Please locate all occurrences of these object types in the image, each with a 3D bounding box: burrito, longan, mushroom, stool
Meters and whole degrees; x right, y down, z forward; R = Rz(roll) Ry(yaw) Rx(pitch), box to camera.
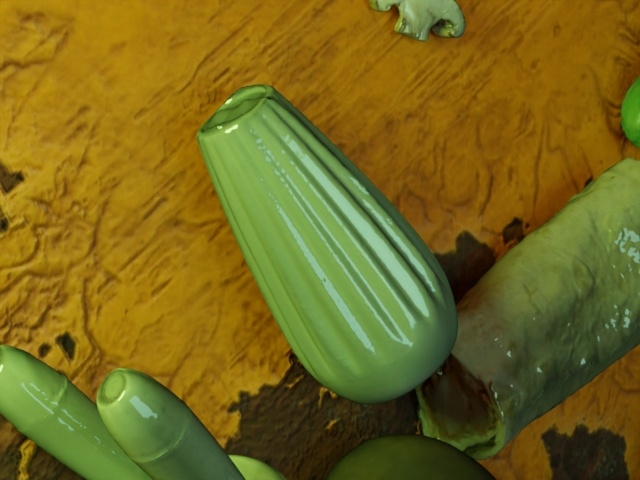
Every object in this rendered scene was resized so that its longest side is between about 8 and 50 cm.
[{"bbox_3d":[0.201,0.062,1.559,0.299,0.105,0.143,-37,115,-33],"label":"burrito"},{"bbox_3d":[0.074,0.240,1.425,0.167,0.167,0.187,-33,96,-37],"label":"longan"},{"bbox_3d":[0.077,-0.184,1.465,0.101,0.019,0.049,17,82,-42],"label":"mushroom"},{"bbox_3d":[-0.136,0.190,1.183,0.198,0.195,0.195,41,67,-38],"label":"stool"}]

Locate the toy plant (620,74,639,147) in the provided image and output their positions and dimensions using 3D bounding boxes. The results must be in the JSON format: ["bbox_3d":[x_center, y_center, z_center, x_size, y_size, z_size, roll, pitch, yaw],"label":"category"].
[{"bbox_3d":[0.442,-0.235,1.692,0.317,0.210,0.356,-2,109,-46],"label":"toy plant"}]

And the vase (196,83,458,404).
[{"bbox_3d":[0.000,0.000,1.346,0.128,0.128,0.248,-47,115,-30],"label":"vase"}]
